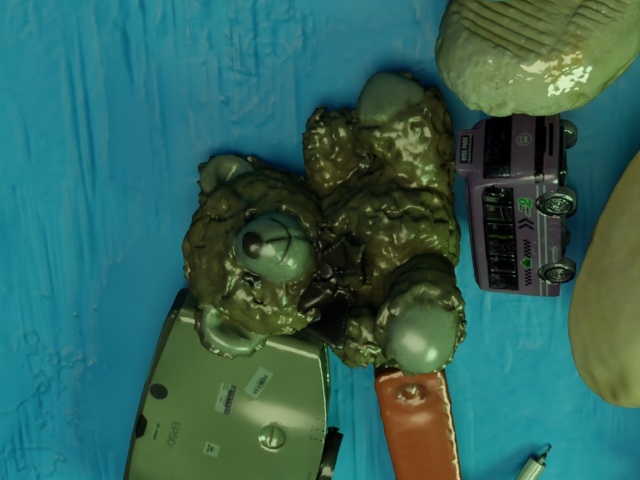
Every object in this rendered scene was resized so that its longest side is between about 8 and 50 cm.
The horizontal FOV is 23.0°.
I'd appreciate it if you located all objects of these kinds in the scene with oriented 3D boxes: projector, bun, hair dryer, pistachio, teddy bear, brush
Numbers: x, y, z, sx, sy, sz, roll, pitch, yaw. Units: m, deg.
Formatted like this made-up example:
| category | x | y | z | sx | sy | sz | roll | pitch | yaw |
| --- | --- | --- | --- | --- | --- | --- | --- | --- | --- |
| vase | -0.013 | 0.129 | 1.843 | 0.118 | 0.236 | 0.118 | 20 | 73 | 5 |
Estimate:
| category | x | y | z | sx | sy | sz | roll | pitch | yaw |
| --- | --- | --- | --- | --- | --- | --- | --- | --- | --- |
| projector | -0.077 | 0.183 | 1.505 | 0.194 | 0.088 | 0.269 | 17 | 117 | 1 |
| bun | 0.182 | -0.173 | 1.264 | 0.164 | 0.188 | 0.111 | 26 | 161 | 25 |
| hair dryer | 0.185 | 0.247 | 1.521 | 0.038 | 0.063 | 0.124 | 33 | 95 | -6 |
| pistachio | 0.326 | 0.012 | 1.304 | 0.214 | 0.193 | 0.318 | 36 | 118 | -3 |
| teddy bear | 0.000 | 0.000 | 1.372 | 0.256 | 0.156 | 0.267 | -4 | 74 | 9 |
| brush | 0.099 | 0.206 | 1.513 | 0.070 | 0.051 | 0.323 | -8 | 110 | 5 |

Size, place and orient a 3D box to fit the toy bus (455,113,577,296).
| category | x | y | z | sx | sy | sz | roll | pitch | yaw |
| --- | --- | --- | --- | --- | --- | --- | --- | --- | --- |
| toy bus | 0.168 | -0.029 | 1.331 | 0.098 | 0.086 | 0.178 | 2 | 145 | 10 |
